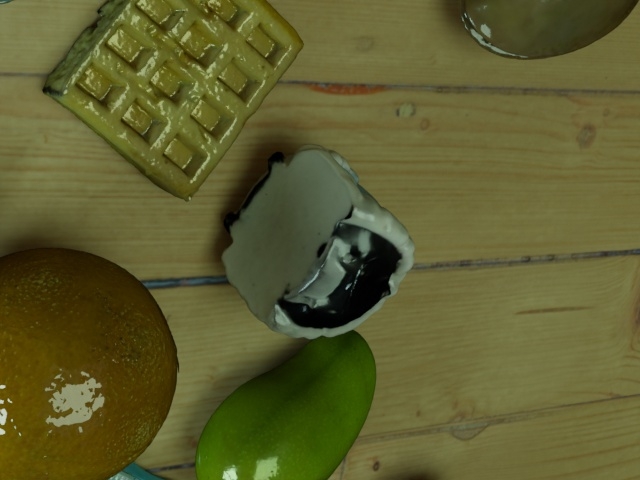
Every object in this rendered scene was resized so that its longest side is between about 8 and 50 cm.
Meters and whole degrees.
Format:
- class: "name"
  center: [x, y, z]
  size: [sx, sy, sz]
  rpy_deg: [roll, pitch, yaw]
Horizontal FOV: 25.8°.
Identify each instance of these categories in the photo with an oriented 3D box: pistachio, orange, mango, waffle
- class: "pistachio"
  center: [0.295, -0.332, 1.758]
  size: [0.212, 0.163, 0.260]
  rpy_deg: [40, 86, -6]
- class: "orange"
  center: [-0.283, 0.137, 1.477]
  size: [0.274, 0.274, 0.274]
  rpy_deg: [-15, 117, -30]
- class: "mango"
  center: [-0.037, 0.234, 1.784]
  size: [0.293, 0.143, 0.175]
  rpy_deg: [-44, 123, -25]
- class: "waffle"
  center: [-0.155, -0.197, 1.559]
  size: [0.221, 0.055, 0.248]
  rpy_deg: [40, 83, -38]

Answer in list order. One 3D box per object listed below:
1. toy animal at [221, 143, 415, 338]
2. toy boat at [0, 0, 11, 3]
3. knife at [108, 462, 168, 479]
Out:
- class: "toy animal"
  center: [0.000, 0.000, 1.671]
  size: [0.156, 0.204, 0.208]
  rpy_deg: [10, 123, -52]
- class: "toy boat"
  center: [-0.323, -0.289, 1.364]
  size: [0.319, 0.092, 0.141]
  rpy_deg: [-18, 144, -36]
- class: "knife"
  center: [-0.233, 0.296, 1.733]
  size: [0.222, 0.031, 0.064]
  rpy_deg: [40, 81, -40]
